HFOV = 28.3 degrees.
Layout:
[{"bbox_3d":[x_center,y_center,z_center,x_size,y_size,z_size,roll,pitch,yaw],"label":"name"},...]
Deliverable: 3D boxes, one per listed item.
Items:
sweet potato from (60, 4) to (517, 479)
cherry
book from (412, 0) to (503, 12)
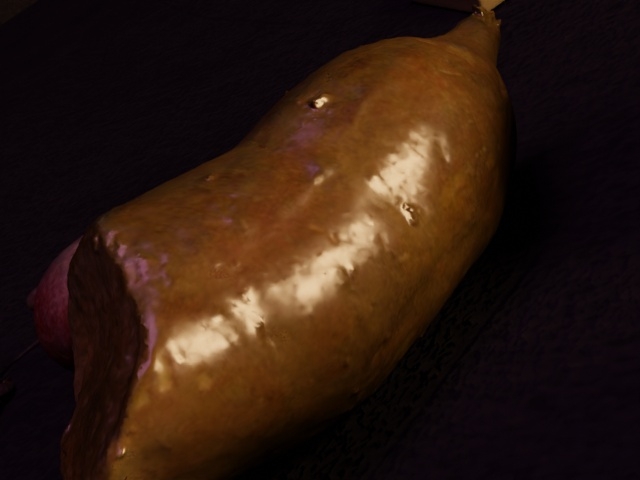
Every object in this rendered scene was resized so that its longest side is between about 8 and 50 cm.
[{"bbox_3d":[0.000,0.000,0.650,0.369,0.158,0.158,-37,22,-27],"label":"sweet potato"},{"bbox_3d":[-0.157,0.050,0.826,0.225,0.090,0.107,-25,34,40],"label":"cherry"},{"bbox_3d":[0.190,-0.273,1.085,0.231,0.026,0.161,-36,23,-8],"label":"book"}]
